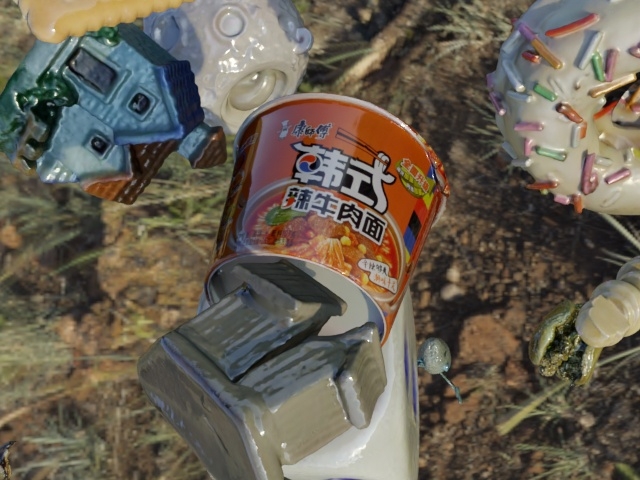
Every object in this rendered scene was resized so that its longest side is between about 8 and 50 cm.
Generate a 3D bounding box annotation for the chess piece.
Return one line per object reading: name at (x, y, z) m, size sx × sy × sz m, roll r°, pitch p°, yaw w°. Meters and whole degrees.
chess piece at (0.560, 0.077, 1.566) m, size 0.117 × 0.397 × 0.117 m, roll 23°, pitch 125°, yaw 37°

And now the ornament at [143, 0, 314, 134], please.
ornament at (-0.194, -0.386, 1.819) m, size 0.337 × 0.337 × 0.337 m, roll -4°, pitch 84°, yaw 45°

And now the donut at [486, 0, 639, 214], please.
donut at (0.398, -0.177, 1.110) m, size 0.382 × 0.382 × 0.142 m, roll -42°, pitch 30°, yaw 35°

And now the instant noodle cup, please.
instant noodle cup at (0.000, 0.000, 0.966) m, size 0.250 × 0.250 × 0.192 m, roll -23°, pitch 38°, yaw 42°

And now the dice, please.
dice at (-0.008, 0.187, 1.237) m, size 0.276 × 0.304 × 0.304 m, roll -1°, pitch 65°, yaw 11°

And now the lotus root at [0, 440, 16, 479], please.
lotus root at (-0.504, 0.379, 1.289) m, size 0.125 × 0.221 × 0.118 m, roll 3°, pitch 132°, yaw 43°

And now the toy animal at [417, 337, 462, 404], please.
toy animal at (0.248, 0.263, 1.908) m, size 0.070 × 0.253 × 0.079 m, roll 0°, pitch 61°, yaw 19°

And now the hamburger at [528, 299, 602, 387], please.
hamburger at (0.483, 0.197, 1.778) m, size 0.131 × 0.185 × 0.159 m, roll 23°, pitch 83°, yaw 21°

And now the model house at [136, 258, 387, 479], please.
model house at (-0.047, 0.108, 0.801) m, size 0.229 × 0.188 × 0.122 m, roll 34°, pitch 154°, yaw 41°

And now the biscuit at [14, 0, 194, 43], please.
biscuit at (-0.159, -0.268, 0.793) m, size 0.160 × 0.249 × 0.030 m, roll 59°, pitch 155°, yaw 15°

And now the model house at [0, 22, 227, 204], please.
model house at (-0.316, -0.178, 1.450) m, size 0.295 × 0.329 × 0.252 m, roll -49°, pitch 13°, yaw 11°
